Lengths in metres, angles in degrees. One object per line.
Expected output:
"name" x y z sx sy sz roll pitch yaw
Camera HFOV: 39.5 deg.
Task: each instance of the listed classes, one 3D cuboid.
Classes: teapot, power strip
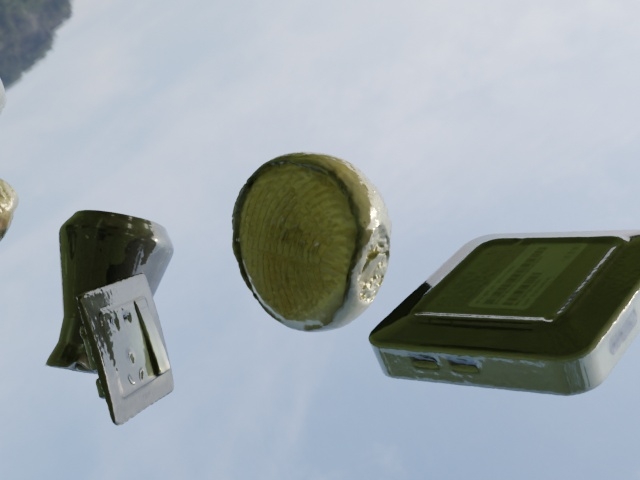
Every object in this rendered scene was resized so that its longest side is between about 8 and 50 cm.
"teapot" -0.473 0.126 1.982 0.253 0.300 0.344 10 -102 1
"power strip" -0.390 0.208 1.734 0.092 0.257 0.251 -15 -178 23

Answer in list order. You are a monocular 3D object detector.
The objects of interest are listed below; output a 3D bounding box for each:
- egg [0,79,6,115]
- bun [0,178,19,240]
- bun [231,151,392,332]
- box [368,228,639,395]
"egg" -0.609 -0.246 1.395 0.183 0.217 0.183 -33 -149 23
"bun" -0.776 -0.076 1.900 0.243 0.153 0.244 -2 -137 2
"bun" 0.000 -0.003 1.819 0.364 0.365 0.202 -4 -177 38
"box" 0.302 0.089 1.340 0.373 0.091 0.367 -1 -154 42
